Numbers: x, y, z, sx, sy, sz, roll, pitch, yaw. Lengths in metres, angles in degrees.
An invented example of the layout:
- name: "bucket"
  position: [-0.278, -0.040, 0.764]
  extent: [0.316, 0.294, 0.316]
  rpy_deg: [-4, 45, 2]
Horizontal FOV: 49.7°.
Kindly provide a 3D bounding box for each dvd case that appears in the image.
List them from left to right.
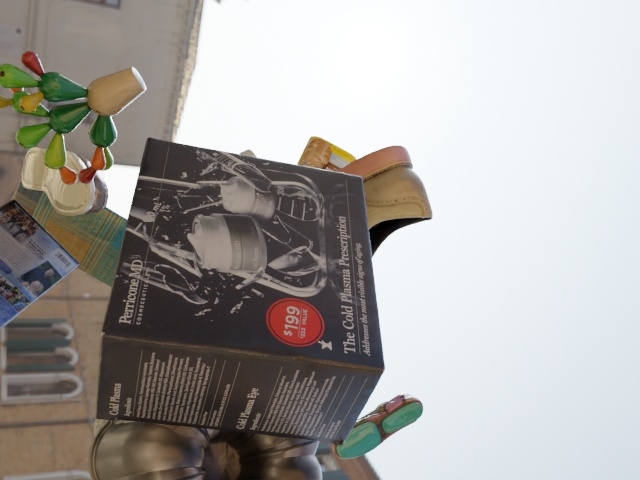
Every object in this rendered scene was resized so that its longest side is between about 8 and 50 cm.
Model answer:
- name: "dvd case"
  position: [-0.581, 0.042, 1.264]
  extent: [0.022, 0.180, 0.253]
  rpy_deg: [-38, -170, 31]

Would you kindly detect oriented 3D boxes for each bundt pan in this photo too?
- name: "bundt pan"
  position: [-0.130, 0.302, 0.927]
  extent: [0.124, 0.331, 0.330]
  rpy_deg: [-31, -121, 46]

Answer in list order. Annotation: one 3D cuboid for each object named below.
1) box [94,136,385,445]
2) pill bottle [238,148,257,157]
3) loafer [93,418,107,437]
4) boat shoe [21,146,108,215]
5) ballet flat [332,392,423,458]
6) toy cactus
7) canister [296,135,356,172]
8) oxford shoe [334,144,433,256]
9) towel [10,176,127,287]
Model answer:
- name: "box"
  position: [-0.103, 0.060, 0.905]
  extent: [0.343, 0.313, 0.178]
  rpy_deg: [-93, -164, -45]
- name: "pill bottle"
  position: [-0.247, -0.141, 1.692]
  extent: [0.117, 0.209, 0.117]
  rpy_deg: [55, -17, 25]
- name: "loafer"
  position: [-0.386, 0.385, 1.551]
  extent: [0.320, 0.111, 0.112]
  rpy_deg: [-29, -119, 28]
- name: "boat shoe"
  position: [-0.482, -0.114, 1.346]
  extent: [0.324, 0.097, 0.116]
  rpy_deg: [19, -85, 47]
- name: "ballet flat"
  position: [0.116, 0.394, 1.482]
  extent: [0.079, 0.222, 0.076]
  rpy_deg: [21, -45, 67]
- name: "toy cactus"
  position: [-0.314, -0.172, 0.905]
  extent: [0.219, 0.181, 0.112]
  rpy_deg: [58, 8, -46]
- name: "canister"
  position: [-0.006, -0.125, 1.478]
  extent: [0.169, 0.126, 0.073]
  rpy_deg: [-66, -170, -21]
- name: "oxford shoe"
  position: [0.000, 0.000, 1.159]
  extent: [0.397, 0.140, 0.146]
  rpy_deg: [-33, -108, 20]
- name: "towel"
  position: [-0.554, -0.014, 1.642]
  extent: [0.271, 0.370, 0.040]
  rpy_deg: [-40, -156, 44]
